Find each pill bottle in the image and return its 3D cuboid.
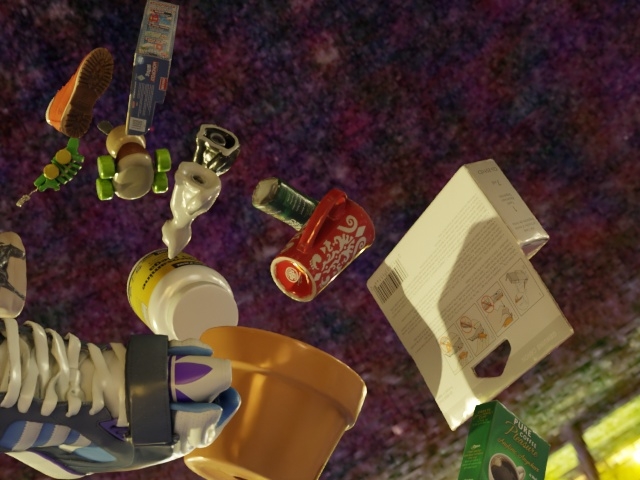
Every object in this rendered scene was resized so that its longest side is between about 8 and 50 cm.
[{"bbox_3d":[-0.299,0.132,1.917,0.188,0.188,0.334,-23,-162,-20],"label":"pill bottle"}]

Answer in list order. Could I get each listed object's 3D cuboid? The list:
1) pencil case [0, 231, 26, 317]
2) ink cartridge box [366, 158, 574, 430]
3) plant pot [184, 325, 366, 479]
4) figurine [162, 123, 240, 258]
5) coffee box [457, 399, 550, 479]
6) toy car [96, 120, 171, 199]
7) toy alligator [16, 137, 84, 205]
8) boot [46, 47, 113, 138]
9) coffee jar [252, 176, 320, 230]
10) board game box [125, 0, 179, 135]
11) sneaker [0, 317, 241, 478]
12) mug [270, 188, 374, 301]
[{"bbox_3d":[-0.706,0.078,1.505,0.410,0.160,0.183,-6,172,-40],"label":"pencil case"},{"bbox_3d":[0.208,0.081,1.206,0.066,0.261,0.296,-14,153,-35],"label":"ink cartridge box"},{"bbox_3d":[-0.091,0.293,1.410,0.291,0.291,0.203,90,17,-63],"label":"plant pot"},{"bbox_3d":[-0.250,-0.090,1.751,0.215,0.092,0.209,-73,-172,-48],"label":"figurine"},{"bbox_3d":[0.214,0.298,1.045,0.113,0.184,0.040,39,141,-23],"label":"coffee box"},{"bbox_3d":[-0.443,-0.204,2.001,0.155,0.188,0.149,-9,148,-23],"label":"toy car"},{"bbox_3d":[-0.520,-0.126,1.725,0.190,0.051,0.056,-49,-170,6],"label":"toy alligator"},{"bbox_3d":[-0.406,-0.253,1.459,0.059,0.084,0.158,29,85,-48],"label":"boot"},{"bbox_3d":[-0.067,-0.080,2.098,0.184,0.079,0.096,28,158,-36],"label":"coffee jar"},{"bbox_3d":[-0.289,-0.313,1.518,0.060,0.194,0.194,10,143,-11],"label":"board game box"},{"bbox_3d":[-0.206,0.121,0.800,0.236,0.130,0.323,-18,146,13],"label":"sneaker"},{"bbox_3d":[-0.007,0.002,1.465,0.113,0.150,0.169,0,-145,41],"label":"mug"}]
